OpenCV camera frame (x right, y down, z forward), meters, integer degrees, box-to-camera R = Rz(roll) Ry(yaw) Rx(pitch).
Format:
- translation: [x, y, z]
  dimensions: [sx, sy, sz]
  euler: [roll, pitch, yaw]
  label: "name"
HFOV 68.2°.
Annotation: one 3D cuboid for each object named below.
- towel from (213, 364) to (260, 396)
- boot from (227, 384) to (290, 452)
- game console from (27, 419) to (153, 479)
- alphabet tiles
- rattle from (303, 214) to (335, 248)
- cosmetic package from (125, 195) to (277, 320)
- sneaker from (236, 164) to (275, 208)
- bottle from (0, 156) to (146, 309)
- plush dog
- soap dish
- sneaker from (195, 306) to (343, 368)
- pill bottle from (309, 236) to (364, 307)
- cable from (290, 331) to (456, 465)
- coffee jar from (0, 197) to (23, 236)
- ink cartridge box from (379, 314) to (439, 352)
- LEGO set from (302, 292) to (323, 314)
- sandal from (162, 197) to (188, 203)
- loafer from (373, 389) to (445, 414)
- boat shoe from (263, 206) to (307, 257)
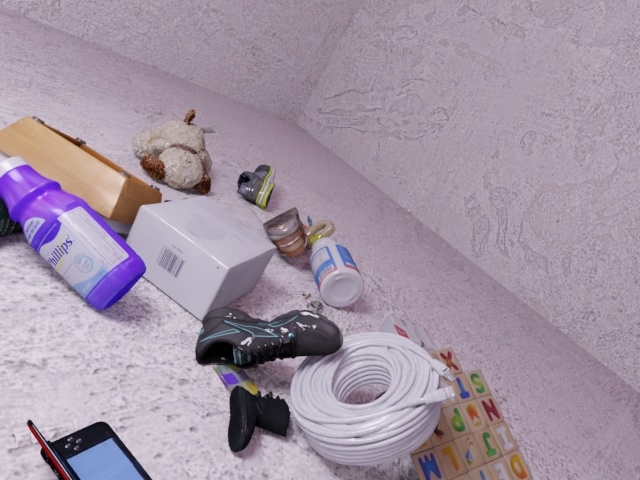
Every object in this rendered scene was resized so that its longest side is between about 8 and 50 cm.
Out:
- translation: [-0.145, 0.246, 0.830]
  dimensions: [0.060, 0.009, 0.083]
  euler: [5, 32, -51]
  label: "towel"
- translation: [-0.095, 0.290, 0.753]
  dimensions: [0.099, 0.045, 0.121]
  euler: [30, 21, -25]
  label: "boot"
- translation: [-0.248, 0.256, 0.536]
  dimensions: [0.144, 0.085, 0.124]
  euler: [39, 21, 21]
  label: "game console"
- translation: [0.270, 0.374, 0.899]
  dimensions: [0.285, 0.011, 0.342]
  euler: [2, 55, -37]
  label: "alphabet tiles"
- translation: [0.000, 0.000, 1.583]
  dimensions: [0.143, 0.130, 0.200]
  euler: [34, -11, -25]
  label: "rattle"
- translation: [-0.254, 0.025, 1.020]
  dimensions: [0.224, 0.138, 0.225]
  euler: [35, 21, 11]
  label: "cosmetic package"
- translation: [-0.236, -0.219, 1.716]
  dimensions: [0.121, 0.111, 0.300]
  euler: [21, 19, -15]
  label: "sneaker"
- translation: [-0.429, -0.016, 0.796]
  dimensions: [0.283, 0.118, 0.092]
  euler: [47, 30, -5]
  label: "bottle"
- translation: [-0.422, -0.254, 1.438]
  dimensions: [0.262, 0.210, 0.225]
  euler: [15, 51, -36]
  label: "plush dog"
- translation: [-0.491, -0.131, 0.993]
  dimensions: [0.291, 0.118, 0.229]
  euler: [31, -1, 5]
  label: "soap dish"
- translation: [-0.094, 0.188, 0.843]
  dimensions: [0.267, 0.101, 0.106]
  euler: [0, 29, 10]
  label: "sneaker"
- translation: [0.038, 0.080, 1.348]
  dimensions: [0.124, 0.124, 0.221]
  euler: [23, 21, -22]
  label: "pill bottle"
- translation: [0.078, 0.259, 0.814]
  dimensions: [0.257, 0.089, 0.257]
  euler: [-22, 24, -11]
  label: "cable"
- translation: [-0.567, -0.049, 0.823]
  dimensions: [0.096, 0.079, 0.184]
  euler: [33, 20, 4]
  label: "coffee jar"
- translation: [0.241, 0.269, 1.286]
  dimensions: [0.135, 0.056, 0.099]
  euler: [23, 21, -22]
  label: "ink cartridge box"
- translation: [-0.016, 0.158, 1.225]
  dimensions: [0.083, 0.023, 0.054]
  euler: [41, 21, 26]
  label: "LEGO set"
- translation: [-0.351, -0.090, 1.311]
  dimensions: [0.179, 0.040, 0.067]
  euler: [14, 26, -41]
  label: "sandal"
- translation: [0.242, 0.380, 0.947]
  dimensions: [0.302, 0.109, 0.095]
  euler: [26, 24, -24]
  label: "loafer"
- translation: [-0.100, -0.018, 1.438]
  dimensions: [0.116, 0.123, 0.324]
  euler: [62, 5, -12]
  label: "boat shoe"
